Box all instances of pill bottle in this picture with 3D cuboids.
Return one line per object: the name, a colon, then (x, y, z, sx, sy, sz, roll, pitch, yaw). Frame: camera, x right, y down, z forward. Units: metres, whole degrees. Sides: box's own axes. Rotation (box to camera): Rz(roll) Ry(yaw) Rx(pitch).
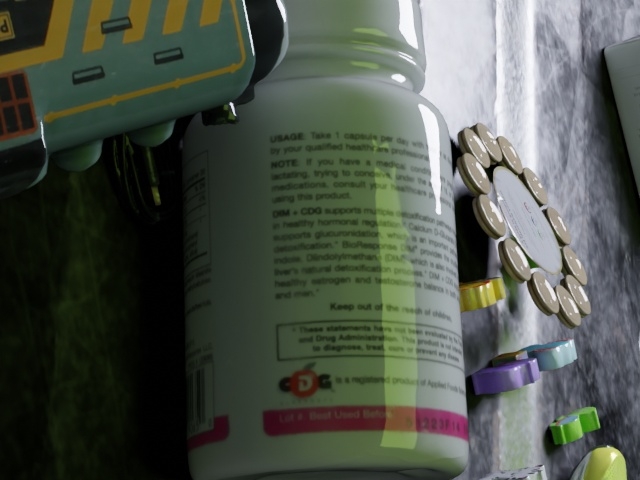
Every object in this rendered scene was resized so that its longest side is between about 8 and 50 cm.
pill bottle: (0.000, 0.000, 1.021, 0.160, 0.160, 0.283, 20, 64, -56)

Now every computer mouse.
computer mouse: (-0.119, -0.125, 0.978, 0.071, 0.041, 0.242, -43, 118, -57)

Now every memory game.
memory game: (0.162, -0.012, 1.396, 0.186, 0.012, 0.186, 45, 27, -31)

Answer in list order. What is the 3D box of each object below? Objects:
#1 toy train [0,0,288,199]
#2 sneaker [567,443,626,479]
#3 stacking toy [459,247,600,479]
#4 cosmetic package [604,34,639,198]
toy train: (-0.141, -0.122, 0.826, 0.334, 0.142, 0.190, -22, 105, -49)
sneaker: (0.257, 0.270, 1.442, 0.081, 0.094, 0.209, 22, 61, -54)
stacking toy: (0.166, 0.097, 1.385, 0.221, 0.052, 0.167, -20, 99, -60)
cosmetic package: (0.394, -0.129, 1.744, 0.151, 0.151, 0.184, -23, 100, -59)
